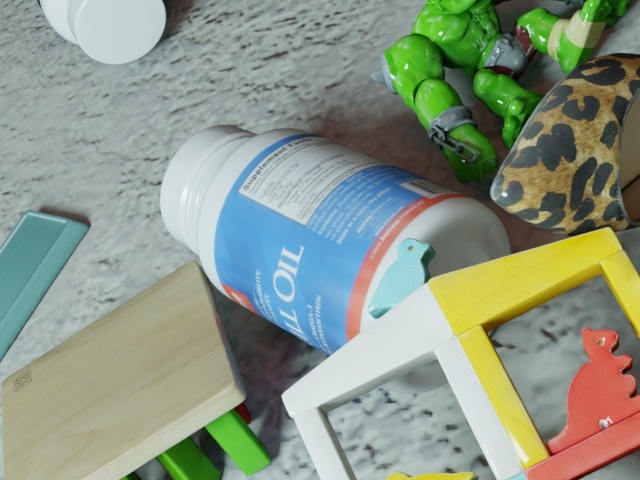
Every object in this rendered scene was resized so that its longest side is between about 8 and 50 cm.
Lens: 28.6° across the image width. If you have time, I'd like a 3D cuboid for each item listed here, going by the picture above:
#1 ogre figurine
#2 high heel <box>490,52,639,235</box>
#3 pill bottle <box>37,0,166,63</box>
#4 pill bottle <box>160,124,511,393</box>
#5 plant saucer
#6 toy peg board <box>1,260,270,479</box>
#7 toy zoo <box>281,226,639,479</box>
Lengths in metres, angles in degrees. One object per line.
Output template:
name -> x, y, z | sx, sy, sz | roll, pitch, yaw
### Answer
ogre figurine -> 0.118, -0.135, 0.867 | 0.118, 0.097, 0.197 | 31, 88, 24
high heel -> 0.225, -0.046, 0.660 | 0.186, 0.093, 0.261 | 15, 25, 42
pill bottle -> -0.205, -0.238, 1.117 | 0.108, 0.108, 0.193 | -34, 46, 0
pill bottle -> 0.000, 0.000, 0.797 | 0.221, 0.124, 0.124 | 25, 70, 42
plant saucer -> -0.254, 0.054, 0.971 | 0.067, 0.018, 0.192 | 12, 60, 36
toy peg board -> -0.117, 0.117, 0.815 | 0.161, 0.079, 0.160 | -32, 30, 2
toy zoo -> 0.107, 0.124, 0.619 | 0.192, 0.030, 0.293 | -27, 70, 6
